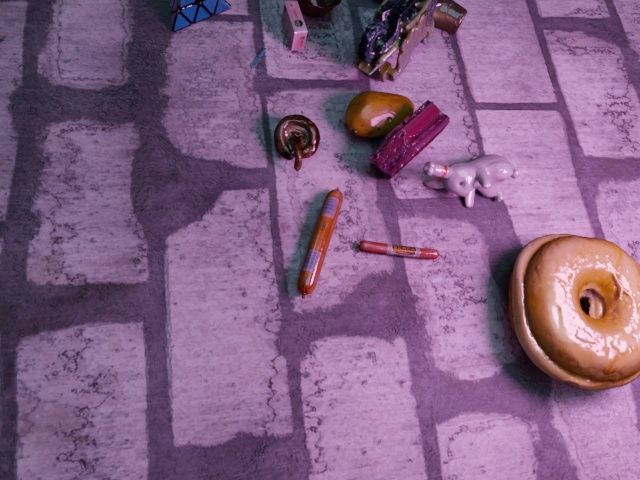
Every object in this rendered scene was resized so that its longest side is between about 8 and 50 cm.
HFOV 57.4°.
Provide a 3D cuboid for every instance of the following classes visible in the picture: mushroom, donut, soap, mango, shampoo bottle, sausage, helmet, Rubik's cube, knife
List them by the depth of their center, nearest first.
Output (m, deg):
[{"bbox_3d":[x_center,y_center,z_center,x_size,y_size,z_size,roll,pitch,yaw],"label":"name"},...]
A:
[{"bbox_3d":[0.712,0.186,1.598,0.448,0.198,0.449,4,68,-10],"label":"donut"},{"bbox_3d":[0.000,0.000,1.612,0.053,0.053,0.348,19,67,-3],"label":"sausage"},{"bbox_3d":[0.224,0.028,1.656,0.253,0.034,0.034,7,68,-9],"label":"sausage"},{"bbox_3d":[-0.068,-0.281,1.694,0.135,0.080,0.171,-1,70,2],"label":"mushroom"},{"bbox_3d":[0.245,-0.283,1.714,0.250,0.162,0.099,-41,87,-20],"label":"soap"},{"bbox_3d":[0.180,-0.388,1.765,0.227,0.109,0.147,-21,72,-18],"label":"mango"},{"bbox_3d":[-0.192,-0.568,1.819,0.014,0.005,0.091,29,67,3],"label":"knife"},{"bbox_3d":[-0.433,-0.734,1.820,0.190,0.211,0.178,27,86,35],"label":"Rubik's cube"},{"bbox_3d":[-0.028,-0.769,1.867,0.155,0.106,0.175,42,47,-6],"label":"helmet"},{"bbox_3d":[0.323,-0.815,1.970,0.350,0.084,0.126,27,69,0],"label":"shampoo bottle"}]

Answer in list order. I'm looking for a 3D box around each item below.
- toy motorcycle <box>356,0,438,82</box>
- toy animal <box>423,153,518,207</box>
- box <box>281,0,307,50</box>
[{"bbox_3d":[0.249,-0.665,1.821,0.168,0.237,0.410,36,69,20],"label":"toy motorcycle"},{"bbox_3d":[0.432,-0.174,1.719,0.282,0.140,0.138,-14,64,-19],"label":"toy animal"},{"bbox_3d":[-0.083,-0.675,1.836,0.043,0.089,0.125,-12,73,-15],"label":"box"}]
